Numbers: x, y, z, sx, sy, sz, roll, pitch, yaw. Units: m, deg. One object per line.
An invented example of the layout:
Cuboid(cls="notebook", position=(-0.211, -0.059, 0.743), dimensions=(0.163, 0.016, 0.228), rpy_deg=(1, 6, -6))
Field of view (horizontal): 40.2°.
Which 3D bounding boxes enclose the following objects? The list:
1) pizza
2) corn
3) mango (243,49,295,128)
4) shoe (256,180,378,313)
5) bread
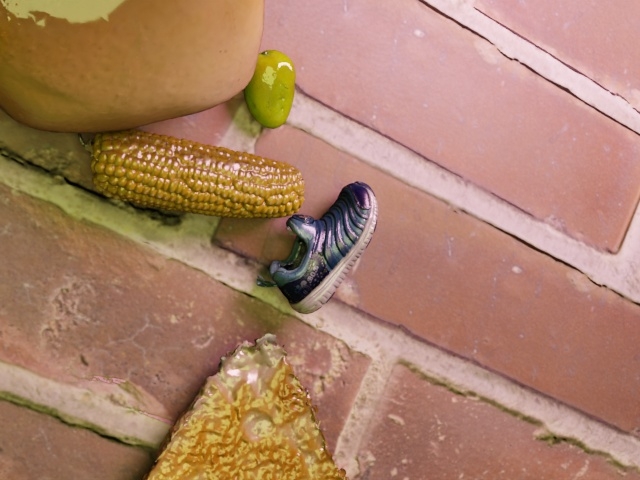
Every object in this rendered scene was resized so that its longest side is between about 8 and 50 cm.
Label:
Cuboid(cls="pizza", position=(-0.136, 0.398, 1.222), dimensions=(0.391, 0.080, 0.435), rpy_deg=(-30, 101, -14))
Cuboid(cls="corn", position=(-0.171, -0.082, 1.167), dimensions=(0.310, 0.101, 0.102), rpy_deg=(12, 90, -19))
Cuboid(cls="mango", position=(-0.070, -0.209, 1.213), dimensions=(0.073, 0.056, 0.108), rpy_deg=(-8, 99, -12))
Cuboid(cls="shoe", position=(0.000, 0.000, 1.230), dimensions=(0.106, 0.091, 0.207), rpy_deg=(38, 85, -22))
Cuboid(cls="bread", position=(-0.260, -0.306, 1.045), dimensions=(0.375, 0.253, 0.348), rpy_deg=(-11, 101, -16))
